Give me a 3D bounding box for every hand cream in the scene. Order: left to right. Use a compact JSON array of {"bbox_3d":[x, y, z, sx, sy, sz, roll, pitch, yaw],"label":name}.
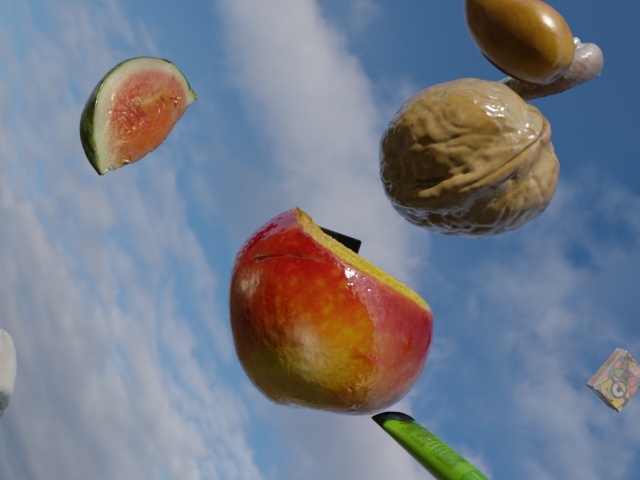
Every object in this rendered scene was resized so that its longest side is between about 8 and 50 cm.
[{"bbox_3d":[0.079,0.148,0.499,0.122,0.036,0.023,29,-71,63],"label":"hand cream"}]

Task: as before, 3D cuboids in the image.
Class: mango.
[{"bbox_3d":[0.247,-0.273,0.930,0.184,0.085,0.102,48,-43,24],"label":"mango"}]

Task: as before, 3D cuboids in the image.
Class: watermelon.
[{"bbox_3d":[-0.255,-0.184,0.997,0.063,0.245,0.119,-30,-73,37],"label":"watermelon"}]

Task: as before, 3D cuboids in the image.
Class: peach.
[{"bbox_3d":[0.010,0.062,0.661,0.190,0.190,0.192,-3,-91,56],"label":"peach"}]

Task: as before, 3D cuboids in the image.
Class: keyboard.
[{"bbox_3d":[0.000,0.000,1.352,0.155,0.010,0.053,20,-81,17],"label":"keyboard"}]

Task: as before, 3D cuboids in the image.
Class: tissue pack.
[{"bbox_3d":[0.482,0.225,1.163,0.063,0.083,0.035,44,-8,-8],"label":"tissue pack"}]

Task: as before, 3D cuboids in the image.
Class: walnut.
[{"bbox_3d":[0.255,-0.140,1.249,0.313,0.252,0.277,-12,-92,52],"label":"walnut"}]

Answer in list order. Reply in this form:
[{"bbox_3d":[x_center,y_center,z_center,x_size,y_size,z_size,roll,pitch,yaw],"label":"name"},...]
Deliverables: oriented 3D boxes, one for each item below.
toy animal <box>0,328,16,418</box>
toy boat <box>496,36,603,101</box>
[{"bbox_3d":[-0.357,0.034,0.438,0.265,0.206,0.271,44,-4,27],"label":"toy animal"},{"bbox_3d":[0.434,-0.332,1.387,0.227,0.155,0.085,-1,-65,57],"label":"toy boat"}]
